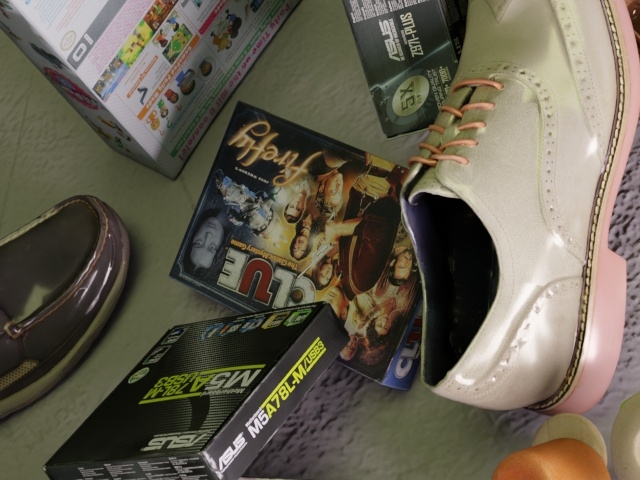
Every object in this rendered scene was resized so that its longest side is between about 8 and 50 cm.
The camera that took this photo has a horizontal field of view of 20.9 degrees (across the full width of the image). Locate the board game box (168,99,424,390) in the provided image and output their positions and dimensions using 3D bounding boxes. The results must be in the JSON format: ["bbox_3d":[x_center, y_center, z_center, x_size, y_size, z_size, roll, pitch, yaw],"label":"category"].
[{"bbox_3d":[0.000,0.000,1.415,0.243,0.042,0.165,24,94,36],"label":"board game box"}]

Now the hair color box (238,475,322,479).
[{"bbox_3d":[-0.035,0.340,1.216,0.185,0.110,0.339,-1,62,29],"label":"hair color box"}]

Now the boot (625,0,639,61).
[{"bbox_3d":[0.310,-0.105,1.282,0.197,0.152,0.073,24,74,36],"label":"boot"}]

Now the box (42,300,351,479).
[{"bbox_3d":[-0.096,0.125,1.340,0.190,0.045,0.184,-11,26,44],"label":"box"}]

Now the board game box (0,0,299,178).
[{"bbox_3d":[-0.164,-0.229,1.504,0.097,0.303,0.224,25,74,36],"label":"board game box"}]

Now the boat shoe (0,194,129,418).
[{"bbox_3d":[-0.316,0.088,1.498,0.355,0.130,0.132,-45,52,-4],"label":"boat shoe"}]

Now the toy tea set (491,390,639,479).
[{"bbox_3d":[0.272,0.209,1.160,0.336,0.124,0.200,44,116,35],"label":"toy tea set"}]

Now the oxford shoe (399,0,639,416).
[{"bbox_3d":[0.138,-0.071,1.264,0.140,0.146,0.397,-15,74,55],"label":"oxford shoe"}]

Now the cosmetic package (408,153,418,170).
[{"bbox_3d":[0.115,-0.021,1.402,0.115,0.041,0.060,22,73,35],"label":"cosmetic package"}]

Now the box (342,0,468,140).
[{"bbox_3d":[0.077,-0.188,1.405,0.077,0.180,0.147,-14,11,18],"label":"box"}]
